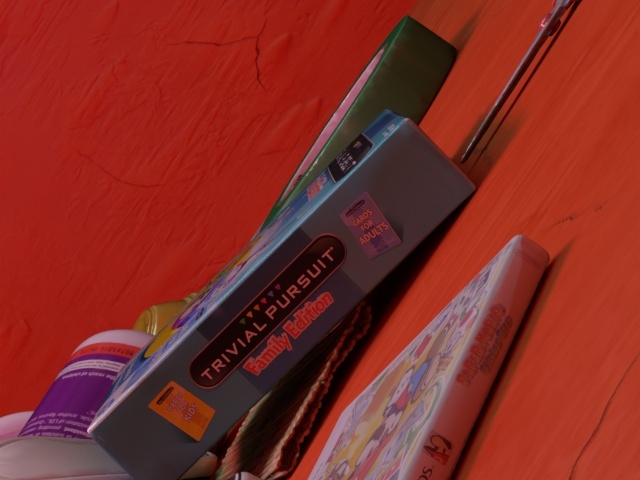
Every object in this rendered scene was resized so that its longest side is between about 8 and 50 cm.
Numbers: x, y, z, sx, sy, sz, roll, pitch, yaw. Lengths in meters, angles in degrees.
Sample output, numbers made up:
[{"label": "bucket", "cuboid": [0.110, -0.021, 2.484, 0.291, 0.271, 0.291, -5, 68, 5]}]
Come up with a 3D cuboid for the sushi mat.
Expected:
[{"label": "sushi mat", "cuboid": [-0.039, 0.154, 1.449, 0.151, 0.019, 0.316, -59, 5, -24]}]

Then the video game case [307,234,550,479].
[{"label": "video game case", "cuboid": [0.027, 0.124, 0.938, 0.227, 0.026, 0.206, -50, 8, 51]}]

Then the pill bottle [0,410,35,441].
[{"label": "pill bottle", "cuboid": [-0.345, 0.340, 2.034, 0.229, 0.229, 0.407, -58, 5, -23]}]

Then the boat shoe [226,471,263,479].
[{"label": "boat shoe", "cuboid": [-0.120, 0.253, 1.279, 0.219, 0.070, 0.078, -57, 5, -7]}]

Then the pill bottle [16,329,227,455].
[{"label": "pill bottle", "cuboid": [-0.227, 0.250, 1.726, 0.181, 0.181, 0.323, -51, 6, 47]}]

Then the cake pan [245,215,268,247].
[{"label": "cake pan", "cuboid": [-0.094, 0.048, 2.552, 0.293, 0.054, 0.293, -56, 4, 6]}]

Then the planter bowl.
[{"label": "planter bowl", "cuboid": [-0.210, 0.153, 2.404, 0.217, 0.090, 0.217, -56, 22, 37]}]

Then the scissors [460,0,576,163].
[{"label": "scissors", "cuboid": [0.194, -0.191, 1.417, 0.297, 0.021, 0.109, -57, 6, -25]}]

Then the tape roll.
[{"label": "tape roll", "cuboid": [0.044, -0.120, 2.150, 0.321, 0.077, 0.321, -55, 4, 6]}]

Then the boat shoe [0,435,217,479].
[{"label": "boat shoe", "cuboid": [-0.188, 0.224, 1.507, 0.319, 0.116, 0.099, 9, -83, -66]}]

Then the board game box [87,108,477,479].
[{"label": "board game box", "cuboid": [-0.033, 0.038, 1.436, 0.336, 0.079, 0.254, -45, 5, 3]}]
